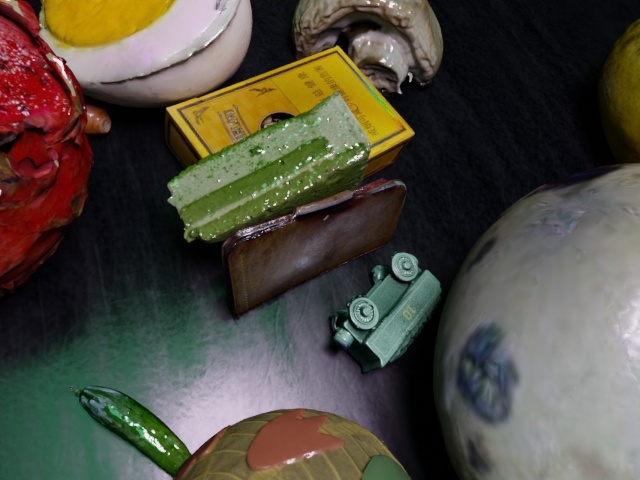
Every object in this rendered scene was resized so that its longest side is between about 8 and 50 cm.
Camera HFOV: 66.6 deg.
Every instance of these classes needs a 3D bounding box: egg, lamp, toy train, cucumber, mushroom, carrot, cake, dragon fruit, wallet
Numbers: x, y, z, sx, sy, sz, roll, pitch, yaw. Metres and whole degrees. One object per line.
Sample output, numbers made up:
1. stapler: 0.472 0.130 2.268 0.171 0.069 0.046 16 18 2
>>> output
1. egg: 0.300 0.111 0.515 0.428 0.345 0.345 -39 79 -21
2. egg: -0.224 -0.275 0.671 0.286 0.174 0.264 -23 64 -1
3. lamp: -0.005 0.276 0.411 0.284 0.250 0.250 38 47 -44
4. toy train: 0.087 0.089 0.625 0.099 0.070 0.172 46 59 2
5. cucumber: -0.187 0.192 0.501 0.168 0.039 0.039 37 59 2
6. mushroom: 0.098 -0.376 0.816 0.267 0.164 0.189 20 60 -6
7. carrot: -0.382 -0.191 0.647 0.216 0.048 0.048 20 59 0
8. cake: -0.055 -0.084 0.558 0.235 0.099 0.100 -22 72 -24
9. dragon fruit: -0.361 -0.084 0.449 0.296 0.301 0.295 11 55 -16
10. wallet: 0.000 0.000 0.607 0.255 0.137 0.031 -23 52 -26

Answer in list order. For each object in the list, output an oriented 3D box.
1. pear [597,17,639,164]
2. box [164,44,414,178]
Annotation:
1. pear: 0.672 -0.233 0.818 0.352 0.352 0.413 4 54 -15
2. box: -0.039 -0.147 0.699 0.301 0.084 0.193 -32 76 -28
